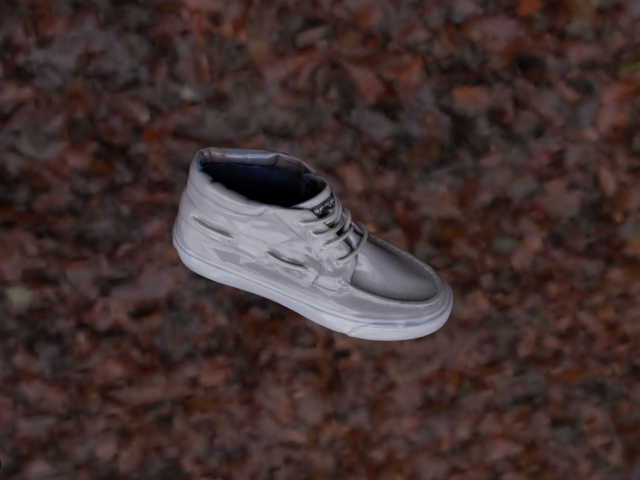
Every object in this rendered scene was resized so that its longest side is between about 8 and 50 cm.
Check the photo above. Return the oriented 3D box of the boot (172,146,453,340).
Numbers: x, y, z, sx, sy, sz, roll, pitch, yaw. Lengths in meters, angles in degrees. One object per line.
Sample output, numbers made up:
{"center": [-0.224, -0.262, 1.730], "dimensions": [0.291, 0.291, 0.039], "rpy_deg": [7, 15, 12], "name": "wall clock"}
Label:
{"center": [0.000, 0.000, 1.228], "dimensions": [0.258, 0.095, 0.123], "rpy_deg": [15, 142, -1], "name": "boot"}
